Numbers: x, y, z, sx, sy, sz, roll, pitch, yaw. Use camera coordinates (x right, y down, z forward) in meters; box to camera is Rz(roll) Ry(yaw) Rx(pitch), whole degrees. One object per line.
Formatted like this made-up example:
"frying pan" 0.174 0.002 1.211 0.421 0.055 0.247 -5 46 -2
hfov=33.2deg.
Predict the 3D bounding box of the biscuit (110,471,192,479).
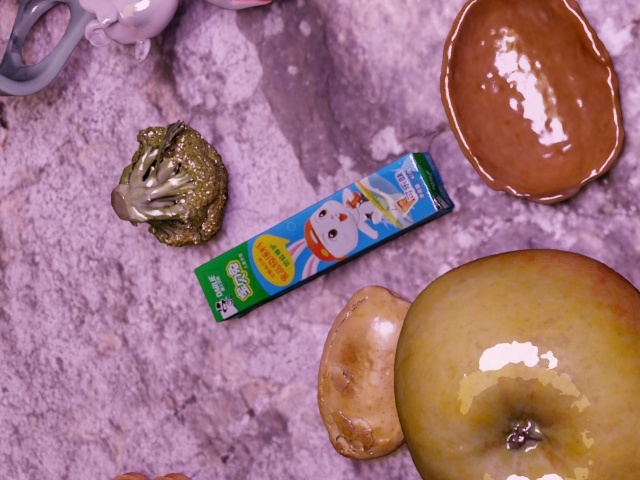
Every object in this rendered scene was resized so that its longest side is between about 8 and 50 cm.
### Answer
"biscuit" -0.167 0.390 1.154 0.202 0.044 0.288 -11 87 24

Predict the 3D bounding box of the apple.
"apple" 0.181 0.130 0.897 0.261 0.194 0.260 2 96 18

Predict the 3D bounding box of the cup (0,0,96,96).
"cup" -0.330 -0.357 1.007 0.310 0.392 0.400 -27 87 29

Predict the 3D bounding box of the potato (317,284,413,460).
"potato" 0.050 0.129 1.021 0.107 0.080 0.170 19 99 10

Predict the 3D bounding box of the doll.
"doll" -0.076 -0.298 1.008 0.384 0.099 0.188 -34 124 14

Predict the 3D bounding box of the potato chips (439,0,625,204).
"potato chips" 0.187 -0.132 0.958 0.150 0.049 0.201 -29 79 20

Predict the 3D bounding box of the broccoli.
"broccoli" -0.150 -0.053 1.080 0.131 0.120 0.130 1 112 57

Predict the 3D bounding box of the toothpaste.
"toothpaste" 0.000 0.000 1.051 0.267 0.050 0.065 -27 84 24
